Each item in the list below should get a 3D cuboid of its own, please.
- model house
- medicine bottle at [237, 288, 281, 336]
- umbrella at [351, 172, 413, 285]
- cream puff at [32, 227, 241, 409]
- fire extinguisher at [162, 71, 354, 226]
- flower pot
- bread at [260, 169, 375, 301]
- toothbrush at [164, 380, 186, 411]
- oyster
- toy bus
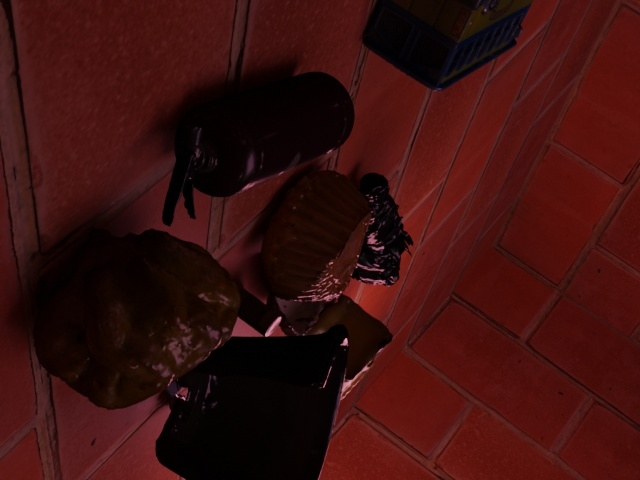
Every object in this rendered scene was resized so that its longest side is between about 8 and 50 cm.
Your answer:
[{"bbox_3d":[0.023,0.278,2.424,0.193,0.175,0.234,-43,171,-39],"label":"model house"},{"bbox_3d":[-0.114,0.125,1.770,0.047,0.083,0.047,-49,164,-19],"label":"medicine bottle"},{"bbox_3d":[0.092,-0.027,2.033,0.337,0.154,0.128,65,22,-54],"label":"umbrella"},{"bbox_3d":[-0.207,0.085,1.178,0.244,0.196,0.244,-34,-145,28],"label":"cream puff"},{"bbox_3d":[-0.082,-0.119,1.255,0.337,0.114,0.136,-29,130,-57],"label":"fire extinguisher"},{"bbox_3d":[-0.113,0.297,1.697,0.379,0.251,0.380,12,90,-81],"label":"flower pot"},{"bbox_3d":[-0.003,-0.001,1.708,0.240,0.139,0.240,-55,164,-25],"label":"bread"},{"bbox_3d":[-0.249,0.223,1.669,0.035,0.042,0.413,-49,162,-19],"label":"toothbrush"},{"bbox_3d":[-0.052,0.086,1.910,0.166,0.094,0.294,-66,156,-14],"label":"oyster"},{"bbox_3d":[0.219,-0.369,1.570,0.312,0.152,0.190,-36,156,-49],"label":"toy bus"}]
